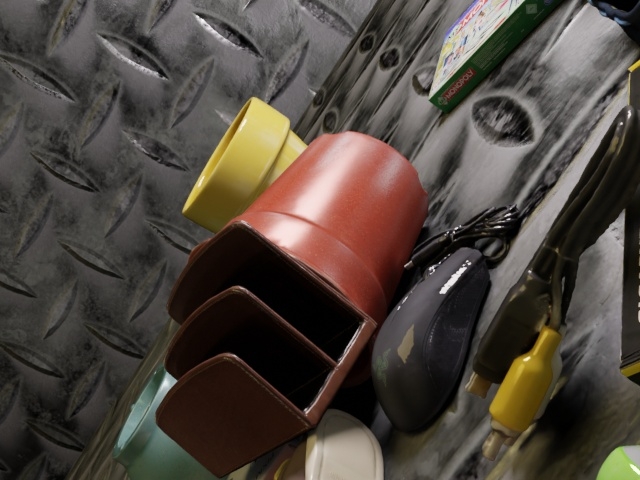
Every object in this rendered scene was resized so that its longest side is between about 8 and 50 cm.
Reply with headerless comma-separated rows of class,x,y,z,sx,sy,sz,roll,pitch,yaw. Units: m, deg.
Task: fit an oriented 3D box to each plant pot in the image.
plant pot,-0.090,-0.094,1.470,0.254,0.239,0.254,-53,14,19
plant pot,-0.203,0.308,1.266,0.293,0.196,0.293,-54,14,20
plant pot,0.007,0.009,1.076,0.265,0.272,0.272,-56,9,-35

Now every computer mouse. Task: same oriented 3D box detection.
computer mouse,0.115,0.077,0.887,0.188,0.072,0.272,-37,25,55

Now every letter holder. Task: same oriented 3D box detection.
letter holder,-0.113,0.137,0.964,0.152,0.214,0.302,-53,5,-36

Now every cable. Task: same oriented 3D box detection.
cable,0.192,0.031,0.616,0.287,0.072,0.139,-65,-9,26

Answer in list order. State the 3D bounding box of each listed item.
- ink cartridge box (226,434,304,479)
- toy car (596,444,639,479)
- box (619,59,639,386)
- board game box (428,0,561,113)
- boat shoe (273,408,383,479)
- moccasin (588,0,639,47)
ink cartridge box,-0.093,0.373,1.019,0.275,0.060,0.239,-56,12,9
toy car,0.161,0.198,0.483,0.225,0.053,0.239,-57,13,8
box,0.312,-0.076,0.501,0.257,0.079,0.322,-42,21,47
board game box,0.300,-0.372,1.288,0.317,0.046,0.214,-45,20,46
boat shoe,-0.009,0.296,0.762,0.097,0.116,0.324,-53,10,26
moccasin,0.319,-0.281,0.788,0.138,0.116,0.342,-59,15,28
